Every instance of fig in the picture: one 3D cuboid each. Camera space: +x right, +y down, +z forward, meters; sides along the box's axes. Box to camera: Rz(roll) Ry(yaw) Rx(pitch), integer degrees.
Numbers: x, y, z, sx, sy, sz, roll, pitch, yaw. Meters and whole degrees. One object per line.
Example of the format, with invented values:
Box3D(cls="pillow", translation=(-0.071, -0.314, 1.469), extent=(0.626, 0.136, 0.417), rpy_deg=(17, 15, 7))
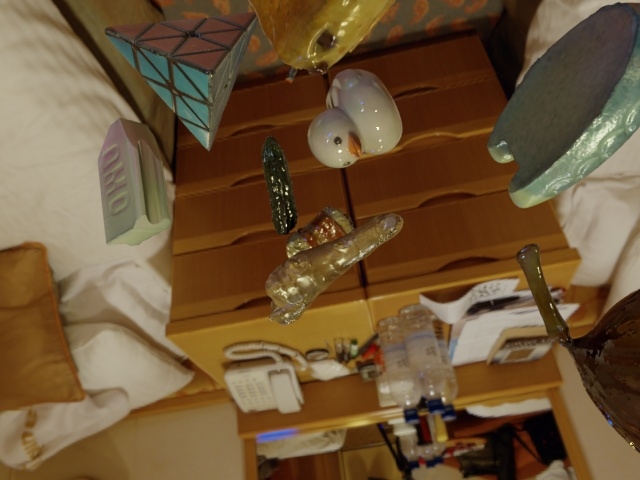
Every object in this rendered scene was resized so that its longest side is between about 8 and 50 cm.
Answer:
Box3D(cls="fig", translation=(0.307, 0.118, 0.479), extent=(0.249, 0.186, 0.204), rpy_deg=(1, 149, 25))

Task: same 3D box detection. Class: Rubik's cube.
Box3D(cls="Rubik's cube", translation=(-0.248, -0.343, 1.055), extent=(0.228, 0.229, 0.233), rpy_deg=(-22, 167, 28))

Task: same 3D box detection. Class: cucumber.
Box3D(cls="cucumber", translation=(-0.110, -0.145, 1.418), extent=(0.077, 0.077, 0.265), rpy_deg=(-8, 120, 0))

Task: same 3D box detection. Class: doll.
Box3D(cls="doll", translation=(0.063, -0.263, 1.209), extent=(0.221, 0.251, 0.221), rpy_deg=(-11, 129, -13))

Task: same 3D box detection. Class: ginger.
Box3D(cls="ginger", translation=(0.004, 0.047, 0.883), extent=(0.333, 0.081, 0.148), rpy_deg=(-38, 144, 26))

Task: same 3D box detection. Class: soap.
Box3D(cls="soap", translation=(-0.564, -0.176, 1.588), extent=(0.208, 0.347, 0.115), rpy_deg=(-20, 164, 37))

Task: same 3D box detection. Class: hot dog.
Box3D(cls="hot dog", translation=(0.000, 0.000, 1.468), extent=(0.213, 0.146, 0.103), rpy_deg=(-32, -170, -7))

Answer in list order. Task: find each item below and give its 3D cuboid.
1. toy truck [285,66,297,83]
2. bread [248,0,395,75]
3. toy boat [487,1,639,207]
Box3D(cls="toy truck", translation=(-0.085, -0.534, 1.666), extent=(0.024, 0.083, 0.032), rpy_deg=(25, 157, -13))
Box3D(cls="bread", translation=(-0.001, -0.280, 0.414), extent=(0.099, 0.235, 0.210), rpy_deg=(-18, 168, -31))
Box3D(cls="toy boat", translation=(0.407, -0.200, 0.825), extent=(0.123, 0.215, 0.330), rpy_deg=(15, 131, -18))
